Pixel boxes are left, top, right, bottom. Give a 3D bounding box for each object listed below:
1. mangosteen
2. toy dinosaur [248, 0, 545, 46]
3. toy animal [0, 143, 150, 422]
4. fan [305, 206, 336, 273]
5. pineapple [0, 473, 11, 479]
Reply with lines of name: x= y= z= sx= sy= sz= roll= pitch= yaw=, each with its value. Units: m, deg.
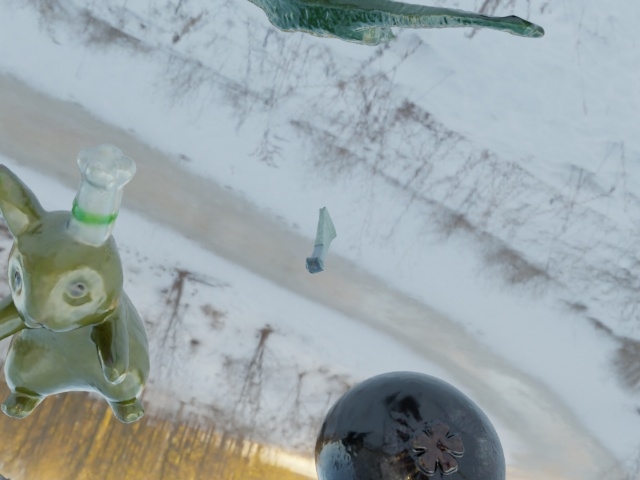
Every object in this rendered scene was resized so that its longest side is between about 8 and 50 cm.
mangosteen: x=0.120 y=0.333 z=1.100 sx=0.275 sy=0.275 sz=0.302 roll=18 pitch=154 yaw=-3
toy dinosaur: x=-0.002 y=-0.251 z=0.805 sx=0.447 sy=0.087 sz=0.301 roll=9 pitch=-160 yaw=7
toy animal: x=-0.287 y=0.063 z=0.838 sx=0.181 sy=0.180 sz=0.363 roll=7 pitch=141 yaw=1
fan: x=0.000 y=0.000 z=0.762 sx=0.016 sy=0.038 sz=0.193 roll=-18 pitch=-169 yaw=8
pineapple: x=-0.449 y=0.368 z=1.033 sx=0.077 sy=0.114 sz=0.114 roll=-12 pitch=-164 yaw=-14
